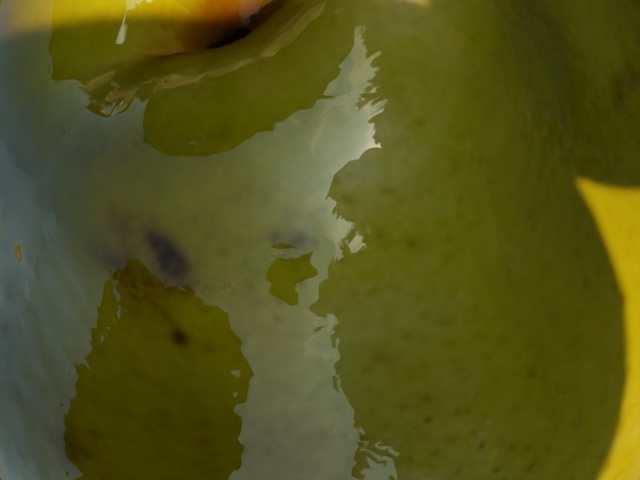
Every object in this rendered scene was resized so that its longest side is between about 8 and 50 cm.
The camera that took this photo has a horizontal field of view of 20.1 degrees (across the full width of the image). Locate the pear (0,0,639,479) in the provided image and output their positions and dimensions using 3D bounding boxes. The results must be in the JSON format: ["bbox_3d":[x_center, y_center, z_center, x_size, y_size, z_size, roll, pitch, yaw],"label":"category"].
[{"bbox_3d":[0.000,0.000,0.786,0.362,0.362,0.418,48,174,27],"label":"pear"}]
